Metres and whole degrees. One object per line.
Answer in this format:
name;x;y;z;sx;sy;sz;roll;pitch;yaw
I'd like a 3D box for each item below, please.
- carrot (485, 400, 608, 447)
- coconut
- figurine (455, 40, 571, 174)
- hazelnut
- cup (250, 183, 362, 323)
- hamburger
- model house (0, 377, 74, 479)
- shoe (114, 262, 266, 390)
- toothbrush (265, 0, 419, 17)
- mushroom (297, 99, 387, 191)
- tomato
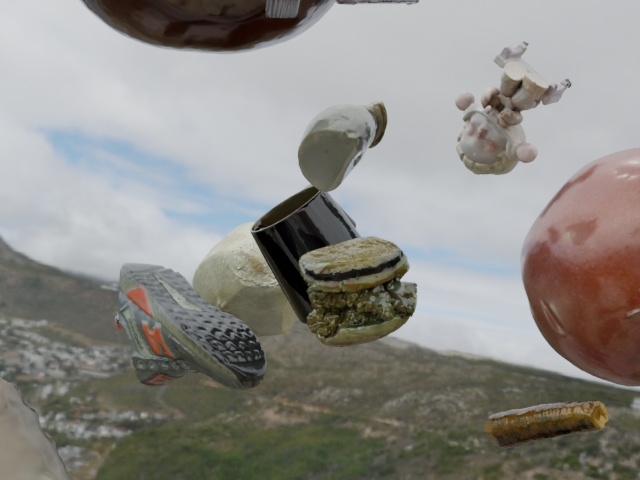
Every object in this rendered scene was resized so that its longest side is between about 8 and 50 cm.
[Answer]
carrot;0.240;0.198;0.747;0.042;0.042;0.171;15;-25;-22
coconut;-0.145;0.095;1.503;0.245;0.247;0.244;11;-54;15
figurine;0.332;-0.224;1.286;0.182;0.144;0.256;33;-47;6
hazelnut;-0.138;-0.380;0.852;0.366;0.365;0.366;11;-9;2
cup;-0.014;0.010;1.170;0.177;0.166;0.239;57;4;-14
hamburger;0.055;0.073;0.908;0.159;0.131;0.185;-13;12;-13
model house;-0.447;0.317;0.491;0.395;0.399;0.445;40;32;23
shoe;-0.233;0.174;1.106;0.336;0.170;0.132;33;16;37
toothbrush;0.039;-0.294;0.852;0.024;0.029;0.354;26;30;24
mushroom;0.038;-0.163;1.050;0.093;0.116;0.225;16;36;13
tomato;0.419;0.037;0.971;0.273;0.341;0.341;21;0;42
